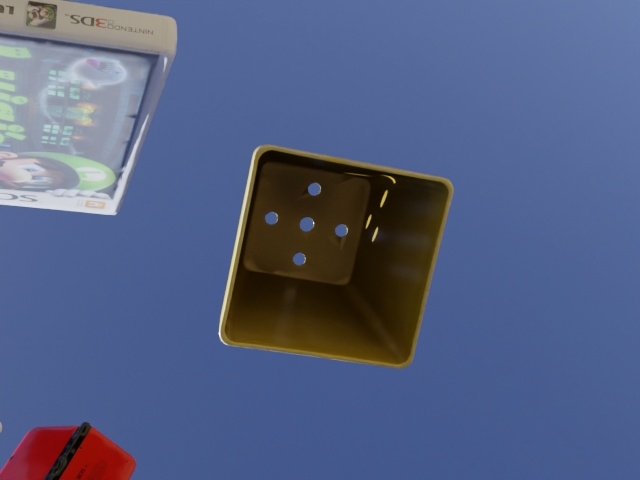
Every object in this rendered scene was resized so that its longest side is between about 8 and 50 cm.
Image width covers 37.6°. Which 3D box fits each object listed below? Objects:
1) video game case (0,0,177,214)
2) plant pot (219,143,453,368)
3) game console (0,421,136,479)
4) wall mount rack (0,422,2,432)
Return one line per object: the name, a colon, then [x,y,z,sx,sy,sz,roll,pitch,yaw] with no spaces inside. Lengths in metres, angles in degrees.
video game case: [-0.168,-0.058,0.431,0.173,0.190,0.022,4,-110,-18]
plant pot: [0.000,0.000,1.059,0.212,0.212,0.187,10,-168,-13]
game console: [-0.310,0.293,1.109,0.124,0.085,0.144,41,-141,-13]
wall mount rack: [-0.448,0.193,0.740,0.304,0.130,0.350,24,-142,1]
